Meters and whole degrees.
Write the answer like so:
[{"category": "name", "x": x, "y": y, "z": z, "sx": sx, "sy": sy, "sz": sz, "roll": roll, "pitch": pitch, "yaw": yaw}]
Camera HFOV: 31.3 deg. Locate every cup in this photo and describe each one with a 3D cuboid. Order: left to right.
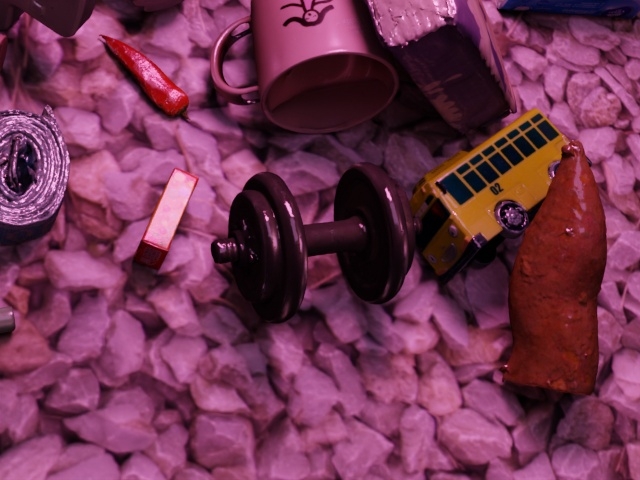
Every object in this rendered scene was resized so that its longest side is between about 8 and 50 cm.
[{"category": "cup", "x": -0.033, "y": -0.278, "z": 1.609, "sx": 0.253, "sy": 0.191, "sz": 0.200, "roll": -13, "pitch": 63, "yaw": 3}]

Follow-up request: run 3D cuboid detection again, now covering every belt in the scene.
[{"category": "belt", "x": -0.385, "y": -0.082, "z": 1.432, "sx": 0.148, "sy": 0.082, "sz": 0.163, "roll": -12, "pitch": 70, "yaw": -29}]

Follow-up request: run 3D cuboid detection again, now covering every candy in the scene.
[{"category": "candy", "x": -0.200, "y": -0.028, "z": 1.479, "sx": 0.038, "sy": 0.062, "sz": 0.122, "roll": 24, "pitch": 58, "yaw": -8}]

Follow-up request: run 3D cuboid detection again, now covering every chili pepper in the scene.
[{"category": "chili pepper", "x": -0.242, "y": -0.233, "z": 1.590, "sx": 0.178, "sy": 0.027, "sz": 0.045, "roll": 45, "pitch": 59, "yaw": 8}]

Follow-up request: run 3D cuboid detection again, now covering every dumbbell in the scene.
[{"category": "dumbbell", "x": 0.000, "y": 0.000, "z": 1.462, "sx": 0.290, "sy": 0.192, "sz": 0.192, "roll": -7, "pitch": 67, "yaw": -23}]

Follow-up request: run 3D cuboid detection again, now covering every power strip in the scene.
[{"category": "power strip", "x": -0.417, "y": -0.359, "z": 1.495, "sx": 0.265, "sy": 0.193, "sz": 0.059, "roll": 34, "pitch": 55, "yaw": 0}]

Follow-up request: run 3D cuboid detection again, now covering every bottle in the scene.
[{"category": "bottle", "x": -0.407, "y": 0.099, "z": 1.360, "sx": 0.083, "sy": 0.030, "sz": 0.030, "roll": -8, "pitch": 67, "yaw": -22}]

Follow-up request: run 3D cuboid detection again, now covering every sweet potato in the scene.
[{"category": "sweet potato", "x": 0.315, "y": 0.034, "z": 1.520, "sx": 0.131, "sy": 0.131, "sz": 0.336, "roll": 0, "pitch": 98, "yaw": -20}]

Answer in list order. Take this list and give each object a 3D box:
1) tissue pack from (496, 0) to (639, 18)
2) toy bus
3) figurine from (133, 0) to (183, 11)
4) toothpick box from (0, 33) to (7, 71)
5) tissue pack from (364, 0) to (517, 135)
[{"category": "tissue pack", "x": 0.426, "y": -0.469, "z": 1.845, "sx": 0.263, "sy": 0.198, "sz": 0.146, "roll": -2, "pitch": 66, "yaw": -20}, {"category": "toy bus", "x": 0.242, "y": -0.065, "z": 1.617, "sx": 0.262, "sy": 0.128, "sz": 0.150, "roll": -34, "pitch": 78, "yaw": -31}, {"category": "figurine", "x": -0.283, "y": -0.412, "z": 1.608, "sx": 0.236, "sy": 0.133, "sz": 0.176, "roll": 16, "pitch": 69, "yaw": -8}, {"category": "toothpick box", "x": -0.490, "y": -0.243, "z": 1.466, "sx": 0.149, "sy": 0.098, "sz": 0.098, "roll": 19, "pitch": 59, "yaw": -8}, {"category": "tissue pack", "x": 0.162, "y": -0.315, "z": 1.607, "sx": 0.125, "sy": 0.344, "sz": 0.242, "roll": -23, "pitch": 67, "yaw": 17}]
